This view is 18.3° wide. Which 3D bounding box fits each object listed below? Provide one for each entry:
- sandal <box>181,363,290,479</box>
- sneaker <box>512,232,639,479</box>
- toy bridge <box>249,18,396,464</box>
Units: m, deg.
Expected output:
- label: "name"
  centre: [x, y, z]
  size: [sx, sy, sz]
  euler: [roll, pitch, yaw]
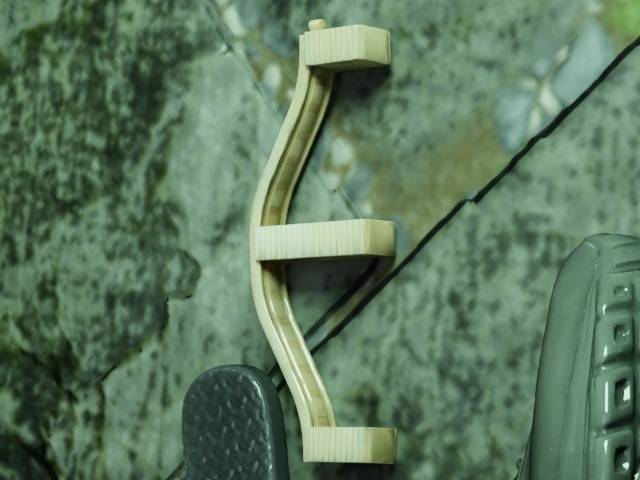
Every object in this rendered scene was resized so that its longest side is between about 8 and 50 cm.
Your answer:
- label: "sandal"
  centre: [-0.024, 0.141, 0.837]
  size: [0.067, 0.040, 0.179]
  euler: [-13, 74, 35]
- label: "sneaker"
  centre: [0.086, 0.140, 0.721]
  size: [0.130, 0.109, 0.286]
  euler: [-2, 82, 45]
- label: "toy bridge"
  centre: [0.000, 0.000, 0.839]
  size: [0.063, 0.026, 0.188]
  euler: [-4, 84, 37]
